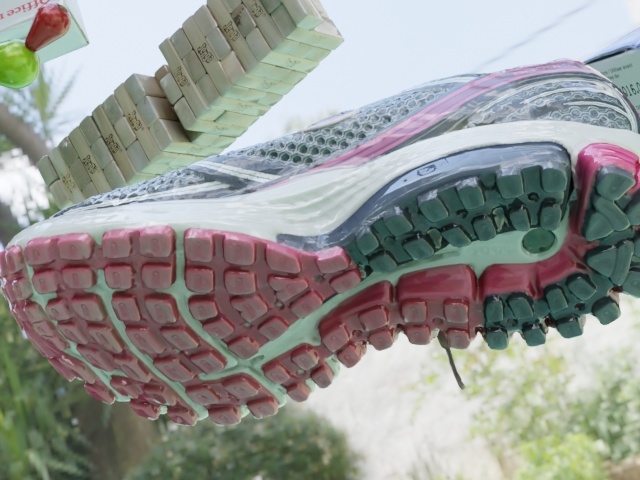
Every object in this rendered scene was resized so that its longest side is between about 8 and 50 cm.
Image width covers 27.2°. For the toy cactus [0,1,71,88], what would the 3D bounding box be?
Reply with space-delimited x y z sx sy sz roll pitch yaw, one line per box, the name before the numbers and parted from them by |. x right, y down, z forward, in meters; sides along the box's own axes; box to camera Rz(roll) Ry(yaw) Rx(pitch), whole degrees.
toy cactus | -0.269 -0.113 0.747 0.219 0.112 0.180 17 -55 -30

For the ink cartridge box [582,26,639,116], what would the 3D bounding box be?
ink cartridge box | 0.360 -0.060 0.955 0.151 0.396 0.270 -31 8 -18

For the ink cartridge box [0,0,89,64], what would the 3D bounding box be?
ink cartridge box | -0.286 -0.228 1.215 0.109 0.150 0.063 -22 -31 2

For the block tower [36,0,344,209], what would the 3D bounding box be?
block tower | -0.126 -0.138 1.298 0.335 0.091 0.097 -39 -20 25

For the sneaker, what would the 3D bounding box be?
sneaker | 0.000 0.000 0.595 0.299 0.112 0.121 -10 -52 12
